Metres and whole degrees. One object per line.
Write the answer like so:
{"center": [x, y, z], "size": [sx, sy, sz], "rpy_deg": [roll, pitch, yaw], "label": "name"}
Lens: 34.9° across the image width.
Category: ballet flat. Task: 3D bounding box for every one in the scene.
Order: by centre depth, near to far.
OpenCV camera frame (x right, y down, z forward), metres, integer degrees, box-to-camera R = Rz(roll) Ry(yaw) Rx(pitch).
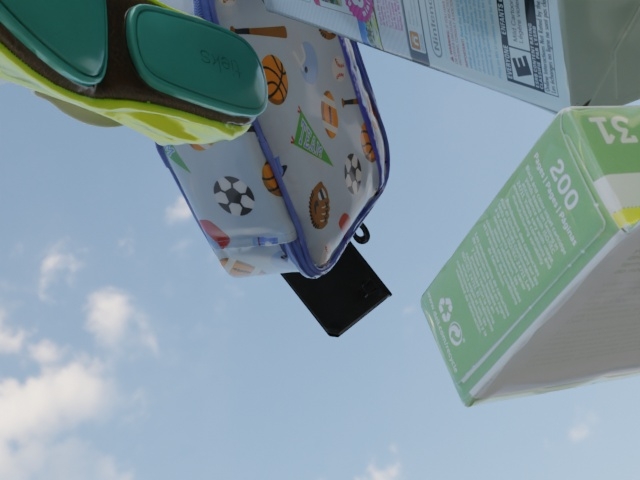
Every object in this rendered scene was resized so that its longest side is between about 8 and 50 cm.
{"center": [-0.108, -0.084, 0.434], "size": [0.231, 0.077, 0.077], "rpy_deg": [20, -119, -61], "label": "ballet flat"}

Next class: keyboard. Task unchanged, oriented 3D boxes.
{"center": [0.000, 0.000, 1.053], "size": [0.108, 0.180, 0.023], "rpy_deg": [-38, 0, 3], "label": "keyboard"}

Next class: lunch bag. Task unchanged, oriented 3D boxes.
{"center": [-0.040, -0.136, 0.874], "size": [0.243, 0.115, 0.303], "rpy_deg": [-51, -49, -48], "label": "lunch bag"}

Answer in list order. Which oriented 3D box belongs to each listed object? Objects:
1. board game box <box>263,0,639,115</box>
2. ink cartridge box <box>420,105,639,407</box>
{"center": [0.049, -0.205, 0.483], "size": [0.097, 0.303, 0.224], "rpy_deg": [-22, -61, -19], "label": "board game box"}
{"center": [0.157, -0.025, 0.337], "size": [0.171, 0.056, 0.235], "rpy_deg": [-5, -32, -24], "label": "ink cartridge box"}
